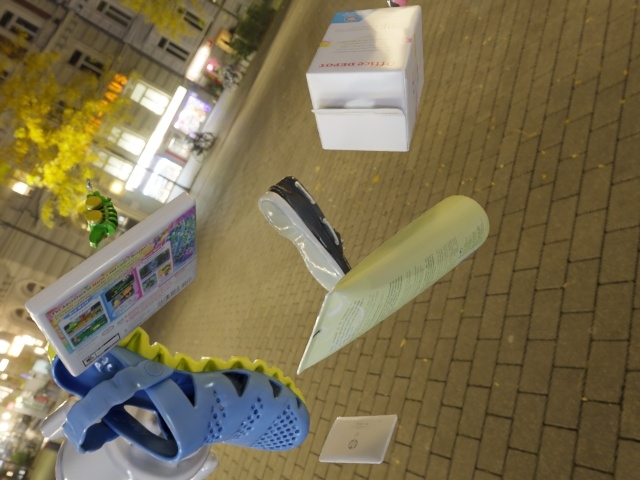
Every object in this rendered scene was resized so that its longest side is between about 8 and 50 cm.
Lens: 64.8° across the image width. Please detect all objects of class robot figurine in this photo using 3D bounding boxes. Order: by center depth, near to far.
[{"bbox_3d":[-0.327,0.362,0.884,0.353,0.300,0.199,-41,23,30],"label":"robot figurine"}]

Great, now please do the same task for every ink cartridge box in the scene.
[{"bbox_3d":[0.049,-0.157,0.506,0.089,0.092,0.143,74,-154,-47],"label":"ink cartridge box"}]

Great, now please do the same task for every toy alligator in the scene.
[{"bbox_3d":[-0.416,-0.060,0.959,0.056,0.051,0.189,99,154,-45],"label":"toy alligator"}]

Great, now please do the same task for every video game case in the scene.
[{"bbox_3d":[-0.177,0.043,0.464,0.157,0.019,0.143,-43,-16,-32],"label":"video game case"}]

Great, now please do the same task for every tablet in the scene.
[{"bbox_3d":[0.038,0.203,0.518,0.083,0.006,0.054,-21,25,41],"label":"tablet"}]

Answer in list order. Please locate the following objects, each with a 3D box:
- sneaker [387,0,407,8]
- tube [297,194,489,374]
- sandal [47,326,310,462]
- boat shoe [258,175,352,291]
[{"bbox_3d":[0.201,-0.656,1.083,0.116,0.136,0.313,-86,-5,-57],"label":"sneaker"},{"bbox_3d":[0.069,0.024,0.437,0.062,0.070,0.240,-5,19,45],"label":"tube"},{"bbox_3d":[-0.156,0.195,0.570,0.126,0.318,0.138,-62,22,21],"label":"sandal"},{"bbox_3d":[0.000,0.000,1.054,0.091,0.302,0.114,-47,21,-28],"label":"boat shoe"}]
